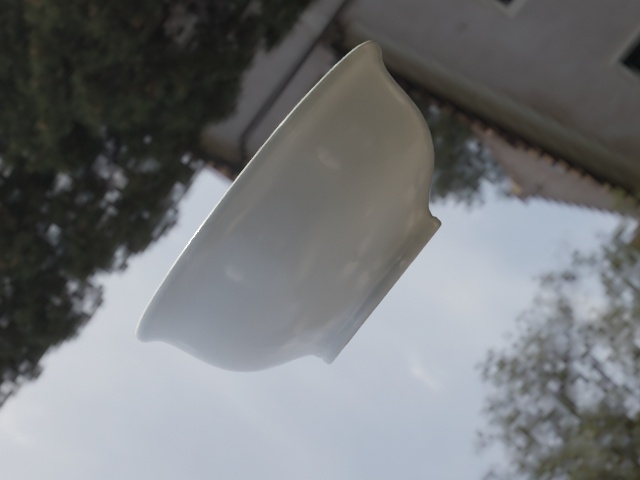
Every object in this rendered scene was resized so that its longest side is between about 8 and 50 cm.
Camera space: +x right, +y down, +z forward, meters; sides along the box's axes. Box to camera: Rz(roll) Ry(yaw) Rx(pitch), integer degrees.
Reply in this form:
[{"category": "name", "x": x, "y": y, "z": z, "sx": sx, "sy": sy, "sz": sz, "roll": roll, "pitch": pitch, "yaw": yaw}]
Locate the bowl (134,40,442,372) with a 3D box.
[{"category": "bowl", "x": 0.000, "y": 0.000, "z": 1.314, "sx": 0.134, "sy": 0.298, "sz": 0.298, "roll": 38, "pitch": -154, "yaw": 4}]
